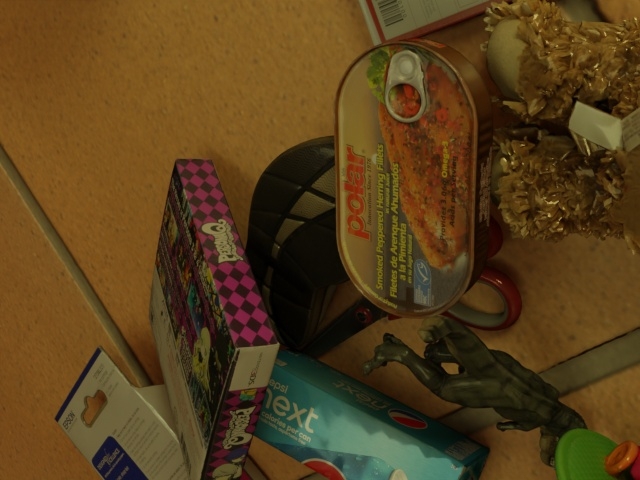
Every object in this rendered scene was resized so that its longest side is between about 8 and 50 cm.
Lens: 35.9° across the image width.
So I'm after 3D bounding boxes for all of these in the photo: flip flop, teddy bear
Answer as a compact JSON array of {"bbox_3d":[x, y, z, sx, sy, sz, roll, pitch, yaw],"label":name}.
[{"bbox_3d":[0.000,0.000,0.820,0.112,0.080,0.277,42,147,12],"label":"flip flop"},{"bbox_3d":[0.234,-0.057,0.585,0.338,0.113,0.245,-4,102,49],"label":"teddy bear"}]

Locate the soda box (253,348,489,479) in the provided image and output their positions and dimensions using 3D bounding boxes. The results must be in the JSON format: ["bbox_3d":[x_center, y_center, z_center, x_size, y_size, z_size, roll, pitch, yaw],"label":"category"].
[{"bbox_3d":[0.032,0.170,0.855,0.210,0.067,0.071,24,103,26],"label":"soda box"}]

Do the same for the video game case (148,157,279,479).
[{"bbox_3d":[-0.104,0.079,0.876,0.232,0.042,0.210,-114,30,-43],"label":"video game case"}]

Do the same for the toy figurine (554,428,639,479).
[{"bbox_3d":[0.251,0.150,0.635,0.130,0.173,0.159,43,120,-1],"label":"toy figurine"}]

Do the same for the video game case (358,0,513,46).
[{"bbox_3d":[0.114,-0.257,0.626,0.285,0.025,0.204,-12,102,43],"label":"video game case"}]

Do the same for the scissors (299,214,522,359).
[{"bbox_3d":[0.045,0.046,0.838,0.297,0.021,0.109,-18,107,46],"label":"scissors"}]

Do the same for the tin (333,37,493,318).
[{"bbox_3d":[0.061,-0.041,0.663,0.106,0.040,0.190,10,113,27],"label":"tin"}]

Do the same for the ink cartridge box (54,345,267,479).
[{"bbox_3d":[-0.135,0.284,1.074,0.371,0.069,0.176,47,133,9],"label":"ink cartridge box"}]

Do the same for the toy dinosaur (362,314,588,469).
[{"bbox_3d":[0.106,0.096,0.719,0.118,0.064,0.268,12,163,43],"label":"toy dinosaur"}]
